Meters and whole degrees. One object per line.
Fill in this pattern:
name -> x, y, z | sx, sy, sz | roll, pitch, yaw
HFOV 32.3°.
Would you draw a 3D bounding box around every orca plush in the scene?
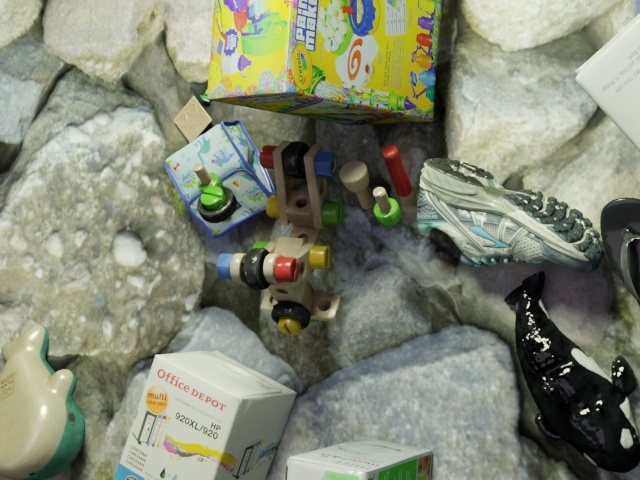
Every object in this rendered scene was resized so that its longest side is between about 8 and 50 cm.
orca plush -> 0.330, 0.179, 1.473 | 0.151, 0.102, 0.287 | -21, 78, 25

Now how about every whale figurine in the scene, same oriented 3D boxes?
whale figurine -> -0.484, 0.283, 1.895 | 0.216, 0.141, 0.272 | -33, 49, 22

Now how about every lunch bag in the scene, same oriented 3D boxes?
lunch bag -> -0.154, -0.095, 1.748 | 0.128, 0.096, 0.151 | -30, 89, 20

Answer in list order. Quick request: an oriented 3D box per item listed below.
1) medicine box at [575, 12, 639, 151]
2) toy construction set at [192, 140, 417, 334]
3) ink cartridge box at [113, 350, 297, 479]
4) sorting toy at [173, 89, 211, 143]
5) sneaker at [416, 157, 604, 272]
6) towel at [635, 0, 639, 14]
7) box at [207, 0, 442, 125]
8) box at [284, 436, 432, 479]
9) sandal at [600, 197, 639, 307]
medicine box -> 0.468, -0.138, 1.298 | 0.149, 0.263, 0.289 | -43, 80, 23
toy construction set -> 0.000, 0.000, 1.633 | 0.308, 0.237, 0.257 | -18, 49, 9
ink cartridge box -> -0.179, 0.306, 1.694 | 0.171, 0.168, 0.233 | 22, 97, 27
sorting toy -> -0.201, -0.207, 1.817 | 0.083, 0.012, 0.062 | -46, 64, 22
sneaker -> 0.257, -0.012, 1.536 | 0.283, 0.110, 0.122 | 29, 118, 28
towel -> 0.571, -0.346, 1.415 | 0.336, 0.040, 0.243 | -12, 81, 24
box -> 0.013, -0.323, 1.540 | 0.177, 0.279, 0.290 | 4, 89, 48
box -> 0.046, 0.423, 1.539 | 0.126, 0.231, 0.262 | 4, 89, 28
sandal -> 0.443, 0.056, 1.447 | 0.097, 0.054, 0.255 | -26, 76, 24
